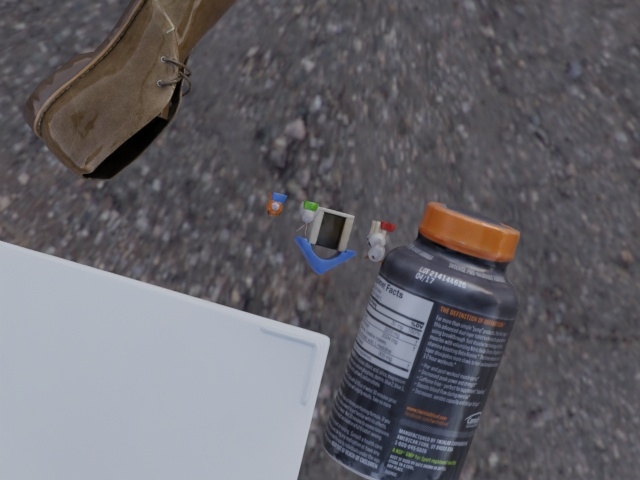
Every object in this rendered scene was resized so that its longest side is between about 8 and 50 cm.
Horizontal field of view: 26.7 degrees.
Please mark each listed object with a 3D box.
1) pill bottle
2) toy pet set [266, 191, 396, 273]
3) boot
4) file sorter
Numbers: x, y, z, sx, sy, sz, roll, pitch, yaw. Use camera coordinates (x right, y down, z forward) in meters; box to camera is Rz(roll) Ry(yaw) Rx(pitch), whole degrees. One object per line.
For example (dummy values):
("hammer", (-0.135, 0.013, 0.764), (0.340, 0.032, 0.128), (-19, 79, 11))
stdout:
("pill bottle", (0.098, 0.092, 1.206), (0.130, 0.130, 0.245), (19, 97, -2))
("toy pet set", (0.000, 0.000, 1.308), (0.122, 0.114, 0.065), (15, 90, -6))
("boot", (-0.155, -0.183, 1.365), (0.305, 0.112, 0.115), (-44, 64, 7))
("file sorter", (-0.169, 0.120, 0.839), (0.278, 0.173, 0.192), (17, 78, -16))
